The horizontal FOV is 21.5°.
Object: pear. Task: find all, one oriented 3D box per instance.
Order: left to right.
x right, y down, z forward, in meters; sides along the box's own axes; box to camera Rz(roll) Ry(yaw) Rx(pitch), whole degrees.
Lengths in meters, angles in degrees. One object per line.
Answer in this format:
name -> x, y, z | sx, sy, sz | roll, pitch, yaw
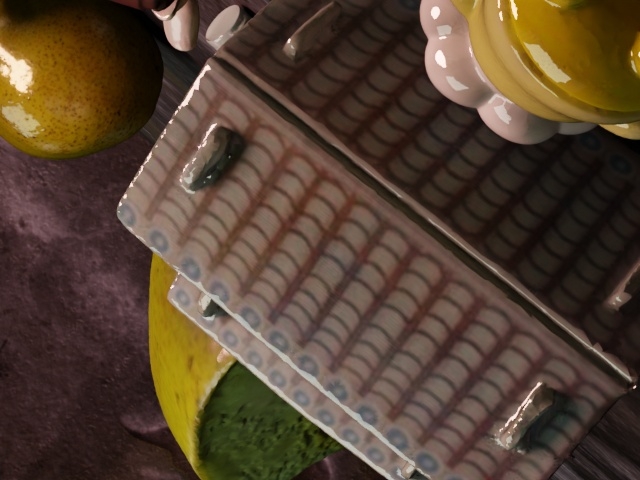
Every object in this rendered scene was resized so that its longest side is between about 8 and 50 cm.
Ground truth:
pear -> -0.258, -0.172, 1.672 | 0.198, 0.198, 0.198 | 40, 175, 4
pear -> -0.013, 0.012, 1.093 | 0.176, 0.286, 0.282 | 59, -176, 25

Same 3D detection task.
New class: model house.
model house -> 0.053, 0.005, 0.791 | 0.224, 0.198, 0.215 | 40, -179, 11

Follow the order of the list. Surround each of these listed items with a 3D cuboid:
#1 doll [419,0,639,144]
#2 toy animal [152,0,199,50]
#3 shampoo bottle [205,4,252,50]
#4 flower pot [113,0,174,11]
doll -> 0.086, -0.075, 0.632 | 0.106, 0.062, 0.162 | 40, 174, -7
toy animal -> -0.121, -0.192, 1.102 | 0.124, 0.085, 0.071 | 27, 172, 17
shampoo bottle -> -0.012, -0.101, 1.264 | 0.190, 0.041, 0.069 | 43, 180, -28
flower pot -> -0.119, -0.185, 1.015 | 0.089, 0.111, 0.111 | 28, 174, 4
